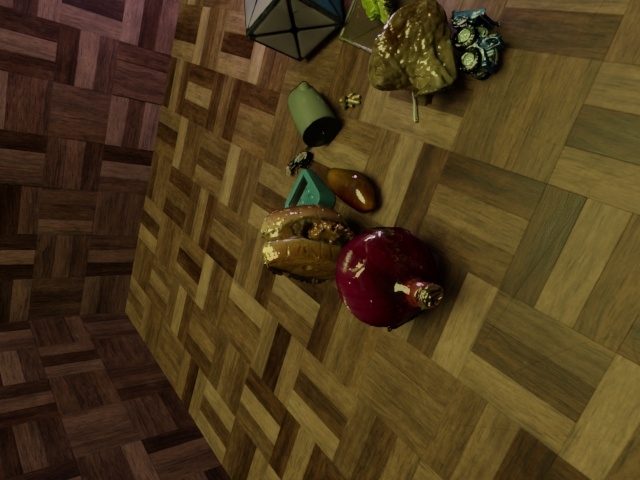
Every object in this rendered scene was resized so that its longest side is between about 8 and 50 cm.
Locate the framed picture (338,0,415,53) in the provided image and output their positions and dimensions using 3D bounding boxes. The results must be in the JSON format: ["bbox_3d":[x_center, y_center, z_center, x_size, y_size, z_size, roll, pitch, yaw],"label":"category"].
[{"bbox_3d":[0.217,-0.834,1.699,0.335,0.022,0.247,44,120,39],"label":"framed picture"}]

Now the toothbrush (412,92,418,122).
[{"bbox_3d":[0.326,-0.511,1.582,0.022,0.017,0.203,167,101,-66],"label":"toothbrush"}]

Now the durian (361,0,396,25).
[{"bbox_3d":[0.210,-0.866,1.617,0.132,0.107,0.374,-40,57,45],"label":"durian"}]

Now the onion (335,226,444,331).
[{"bbox_3d":[0.239,0.127,1.409,0.385,0.348,0.347,21,106,62],"label":"onion"}]

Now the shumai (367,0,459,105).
[{"bbox_3d":[0.326,-0.567,1.398,0.262,0.267,0.314,49,126,35],"label":"shumai"}]

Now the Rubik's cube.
[{"bbox_3d":[-0.110,-0.978,1.845,0.310,0.305,0.306,-23,65,47],"label":"Rubik's cube"}]

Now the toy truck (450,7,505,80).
[{"bbox_3d":[0.472,-0.599,1.350,0.126,0.113,0.208,-21,78,41],"label":"toy truck"}]

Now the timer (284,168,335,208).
[{"bbox_3d":[-0.070,-0.164,1.956,0.250,0.092,0.231,52,126,39],"label":"timer"}]

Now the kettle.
[{"bbox_3d":[-0.044,-0.512,1.896,0.221,0.161,0.236,99,149,-58],"label":"kettle"}]

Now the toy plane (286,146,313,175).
[{"bbox_3d":[-0.093,-0.348,2.013,0.197,0.054,0.078,-38,55,39],"label":"toy plane"}]

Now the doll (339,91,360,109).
[{"bbox_3d":[0.118,-0.558,1.801,0.093,0.051,0.061,2,91,18],"label":"doll"}]

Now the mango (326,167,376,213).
[{"bbox_3d":[0.124,-0.202,1.726,0.267,0.111,0.133,42,135,38],"label":"mango"}]

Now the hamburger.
[{"bbox_3d":[0.000,0.000,1.685,0.287,0.445,0.268,-15,69,25],"label":"hamburger"}]
